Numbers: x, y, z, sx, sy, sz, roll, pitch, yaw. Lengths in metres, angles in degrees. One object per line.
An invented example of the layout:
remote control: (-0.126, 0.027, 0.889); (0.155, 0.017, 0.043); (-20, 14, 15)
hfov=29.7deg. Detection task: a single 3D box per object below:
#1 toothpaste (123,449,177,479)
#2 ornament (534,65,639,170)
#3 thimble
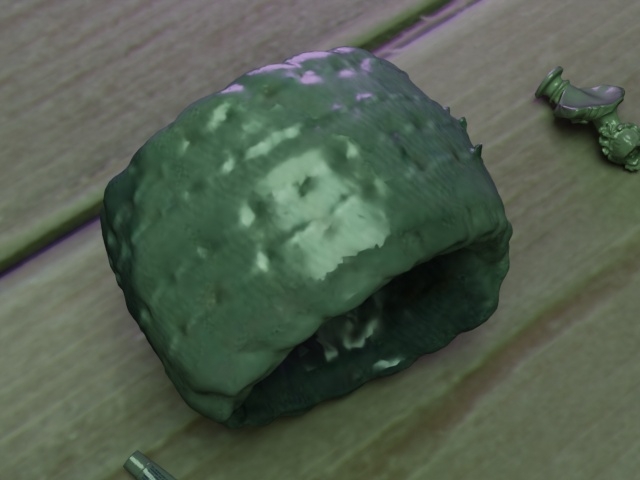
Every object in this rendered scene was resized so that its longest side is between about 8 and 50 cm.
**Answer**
toothpaste: (-0.091, 0.167, 0.773); (0.083, 0.015, 0.024); (39, 66, 7)
ornament: (0.207, -0.097, 0.914); (0.068, 0.041, 0.092); (-3, 50, -31)
thimble: (0.000, 0.000, 0.756); (0.250, 0.205, 0.172); (-24, 69, -21)
